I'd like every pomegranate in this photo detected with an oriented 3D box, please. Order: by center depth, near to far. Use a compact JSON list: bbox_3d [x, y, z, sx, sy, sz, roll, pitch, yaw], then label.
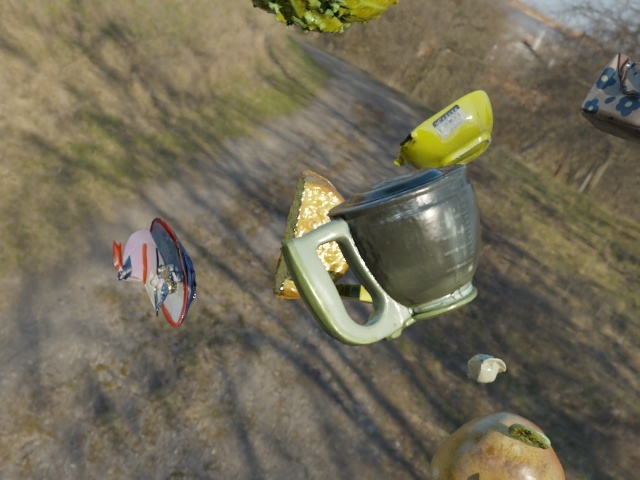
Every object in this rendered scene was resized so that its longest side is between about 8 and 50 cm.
[{"bbox_3d":[0.374,0.518,1.760,0.319,0.319,0.319,25,16,-8],"label":"pomegranate"}]

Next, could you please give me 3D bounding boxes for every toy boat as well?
[{"bbox_3d":[-0.339,0.038,1.655,0.318,0.072,0.219,54,27,-55],"label":"toy boat"}]

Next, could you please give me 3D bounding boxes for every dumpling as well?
[{"bbox_3d":[0.292,0.222,1.466,0.057,0.076,0.052,-12,34,-25],"label":"dumpling"}]

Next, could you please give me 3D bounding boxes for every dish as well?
[{"bbox_3d":[0.313,-0.233,1.973,0.108,0.263,0.221,56,-12,14],"label":"dish"}]

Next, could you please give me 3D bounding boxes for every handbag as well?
[{"bbox_3d":[0.813,-0.350,2.092,0.190,0.193,0.252,25,6,-44],"label":"handbag"}]

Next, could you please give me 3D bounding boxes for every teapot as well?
[{"bbox_3d":[0.134,0.024,1.324,0.322,0.240,0.239,-28,100,-53],"label":"teapot"}]

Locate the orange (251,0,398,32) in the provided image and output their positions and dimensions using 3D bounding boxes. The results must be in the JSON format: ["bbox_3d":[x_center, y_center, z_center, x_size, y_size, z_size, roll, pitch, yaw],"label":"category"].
[{"bbox_3d":[-0.009,-0.443,1.143,0.301,0.300,0.223,30,26,17],"label":"orange"}]

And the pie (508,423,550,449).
[{"bbox_3d":[0.409,0.383,1.621,0.085,0.017,0.085,24,-23,11],"label":"pie"}]

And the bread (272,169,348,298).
[{"bbox_3d":[0.000,0.000,2.104,0.179,0.339,0.194,13,0,-8],"label":"bread"}]

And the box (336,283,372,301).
[{"bbox_3d":[0.134,0.128,1.897,0.153,0.040,0.279,8,-4,-9],"label":"box"}]
